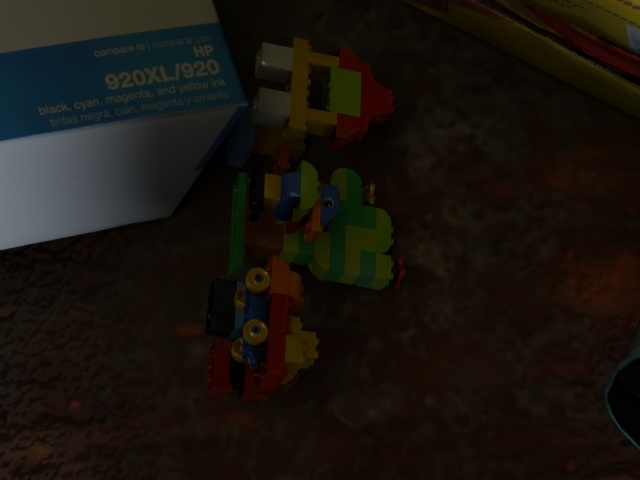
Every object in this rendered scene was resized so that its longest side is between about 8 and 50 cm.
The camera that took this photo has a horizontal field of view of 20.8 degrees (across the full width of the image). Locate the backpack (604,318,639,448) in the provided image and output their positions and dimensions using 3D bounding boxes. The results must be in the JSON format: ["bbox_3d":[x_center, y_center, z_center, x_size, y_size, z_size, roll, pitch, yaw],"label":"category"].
[{"bbox_3d":[0.249,0.077,0.899,0.188,0.166,0.144,19,68,13],"label":"backpack"}]

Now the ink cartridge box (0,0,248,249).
[{"bbox_3d":[-0.173,-0.134,1.002,0.168,0.171,0.232,-12,73,-25],"label":"ink cartridge box"}]

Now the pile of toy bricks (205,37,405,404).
[{"bbox_3d":[0.000,0.000,1.013,0.105,0.118,0.212,10,62,-14],"label":"pile of toy bricks"}]

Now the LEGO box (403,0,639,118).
[{"bbox_3d":[0.246,-0.254,0.951,0.500,0.193,0.372,28,85,16],"label":"LEGO box"}]
